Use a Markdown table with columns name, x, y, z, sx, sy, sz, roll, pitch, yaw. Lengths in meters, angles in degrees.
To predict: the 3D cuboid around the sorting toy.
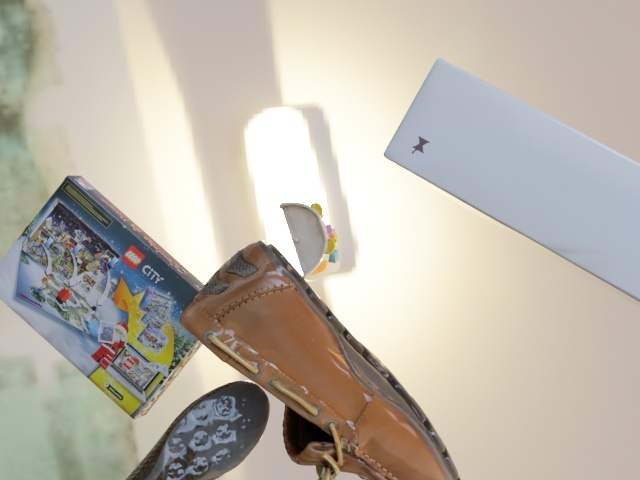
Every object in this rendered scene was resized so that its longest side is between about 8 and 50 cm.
| name | x | y | z | sx | sy | sz | roll | pitch | yaw |
| --- | --- | --- | --- | --- | --- | --- | --- | --- | --- |
| sorting toy | 0.000 | 0.000 | 1.675 | 0.045 | 0.075 | 0.083 | -23 | -109 | 14 |

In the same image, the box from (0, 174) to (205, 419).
| name | x | y | z | sx | sy | sz | roll | pitch | yaw |
| --- | --- | --- | --- | --- | --- | --- | --- | --- | --- |
| box | -0.237 | 0.062 | 1.810 | 0.233 | 0.044 | 0.159 | 41 | -81 | 8 |

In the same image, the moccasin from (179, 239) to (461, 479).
| name | x | y | z | sx | sy | sz | roll | pitch | yaw |
| --- | --- | --- | --- | --- | --- | --- | --- | --- | --- |
| moccasin | 0.009 | 0.173 | 1.609 | 0.380 | 0.147 | 0.139 | 48 | 0 | -31 |

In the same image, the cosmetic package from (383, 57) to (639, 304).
| name | x | y | z | sx | sy | sz | roll | pitch | yaw |
| --- | --- | --- | --- | --- | --- | --- | --- | --- | --- |
| cosmetic package | 0.259 | 0.005 | 1.287 | 0.377 | 0.284 | 0.097 | 30 | -85 | 18 |

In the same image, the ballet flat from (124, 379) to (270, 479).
| name | x | y | z | sx | sy | sz | roll | pitch | yaw |
| --- | --- | --- | --- | --- | --- | --- | --- | --- | --- |
| ballet flat | -0.150 | 0.238 | 1.662 | 0.084 | 0.250 | 0.058 | 44 | -8 | -14 |
